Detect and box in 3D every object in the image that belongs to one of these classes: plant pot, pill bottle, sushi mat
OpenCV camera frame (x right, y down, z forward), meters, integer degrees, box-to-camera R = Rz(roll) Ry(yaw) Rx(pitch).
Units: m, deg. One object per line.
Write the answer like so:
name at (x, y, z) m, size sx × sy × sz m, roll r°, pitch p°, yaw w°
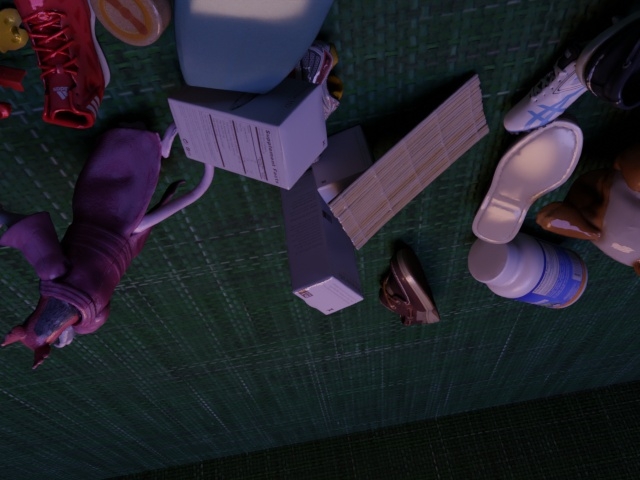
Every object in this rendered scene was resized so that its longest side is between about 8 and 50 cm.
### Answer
plant pot at (-0.088, -0.284, 0.657) m, size 0.166 × 0.165 × 0.234 m, roll 2°, pitch 151°, yaw -19°
pill bottle at (0.469, 0.064, 1.356) m, size 0.272 × 0.152 × 0.152 m, roll 14°, pitch 140°, yaw -33°
sushi mat at (0.152, -0.123, 0.969) m, size 0.316 × 0.019 × 0.151 m, roll -42°, pitch 143°, yaw -2°

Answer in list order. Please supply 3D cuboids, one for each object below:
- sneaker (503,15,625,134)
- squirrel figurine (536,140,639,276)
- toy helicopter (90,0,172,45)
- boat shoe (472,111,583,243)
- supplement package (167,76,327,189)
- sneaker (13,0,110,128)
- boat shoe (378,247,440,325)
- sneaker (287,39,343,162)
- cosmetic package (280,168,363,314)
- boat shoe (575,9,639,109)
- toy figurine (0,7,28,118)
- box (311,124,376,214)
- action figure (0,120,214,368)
sneaker at (0.380, -0.253, 0.921) m, size 0.086 × 0.085 × 0.237 m, roll 39°, pitch 130°, yaw -19°
squirrel figurine at (0.644, -0.138, 1.041) m, size 0.397 × 0.281 × 0.370 m, roll -19°, pitch 141°, yaw -49°
toy helicopter at (-0.247, -0.338, 0.533) m, size 0.235 × 0.140 × 0.355 m, roll 4°, pitch 140°, yaw 20°
boat shoe at (0.377, -0.122, 1.095) m, size 0.117 × 0.096 × 0.324 m, roll 23°, pitch 144°, yaw 6°
supplement package at (-0.095, -0.159, 0.800) m, size 0.180 × 0.105 × 0.105 m, roll 19°, pitch 141°, yaw 24°
sneaker at (-0.307, -0.225, 0.706) m, size 0.087 × 0.128 × 0.221 m, roll -11°, pitch 148°, yaw 0°
boat shoe at (0.199, 0.129, 1.415) m, size 0.123 × 0.123 × 0.342 m, roll -19°, pitch 153°, yaw 10°
sneaker at (-0.009, -0.195, 0.877) m, size 0.093 × 0.088 × 0.225 m, roll -9°, pitch 148°, yaw -4°
cosmetic package at (0.000, 0.000, 1.047) m, size 0.086 × 0.230 × 0.117 m, roll -25°, pitch 146°, yaw 20°
boat shoe at (0.500, -0.287, 0.744) m, size 0.340 × 0.113 × 0.127 m, roll -31°, pitch 126°, yaw 24°
toy figurine at (-0.469, -0.240, 0.580) m, size 0.218 × 0.191 × 0.362 m, roll 10°, pitch 161°, yaw -4°
box at (0.044, -0.118, 0.998) m, size 0.102 × 0.101 × 0.087 m, roll -21°, pitch 146°, yaw 12°
action figure at (-0.311, 0.022, 0.857) m, size 0.276 × 0.370 × 0.248 m, roll -3°, pitch 139°, yaw 19°
